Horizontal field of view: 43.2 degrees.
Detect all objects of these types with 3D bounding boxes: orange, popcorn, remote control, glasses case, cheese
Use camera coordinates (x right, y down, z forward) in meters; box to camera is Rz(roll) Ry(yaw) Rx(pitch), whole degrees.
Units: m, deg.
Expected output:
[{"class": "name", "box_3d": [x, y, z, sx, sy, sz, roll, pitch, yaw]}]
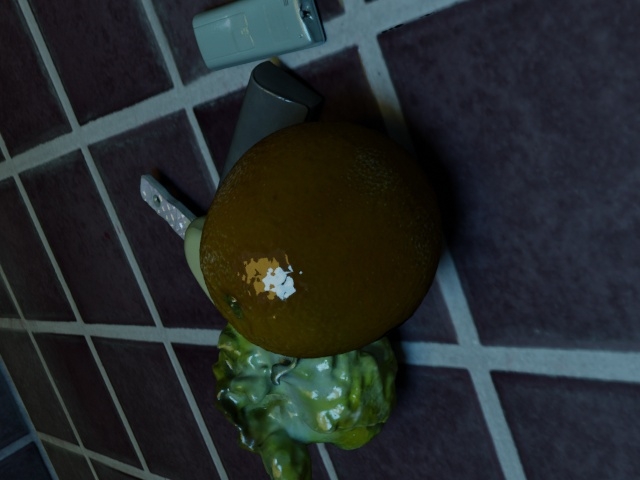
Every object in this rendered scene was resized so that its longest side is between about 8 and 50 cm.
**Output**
[{"class": "orange", "box_3d": [0.000, 0.000, 0.664, 0.206, 0.206, 0.206, 29, 133, 36]}, {"class": "popcorn", "box_3d": [-0.019, 0.142, 0.793, 0.197, 0.213, 0.198, 24, 165, 7]}, {"class": "remote control", "box_3d": [-0.063, -0.196, 0.752, 0.162, 0.029, 0.061, 1, 116, 50]}, {"class": "glasses case", "box_3d": [-0.057, -0.086, 0.806, 0.072, 0.042, 0.191, 33, 139, 7]}, {"class": "cheese", "box_3d": [-0.137, 0.001, 0.954, 0.255, 0.050, 0.127, 41, 140, 25]}]
